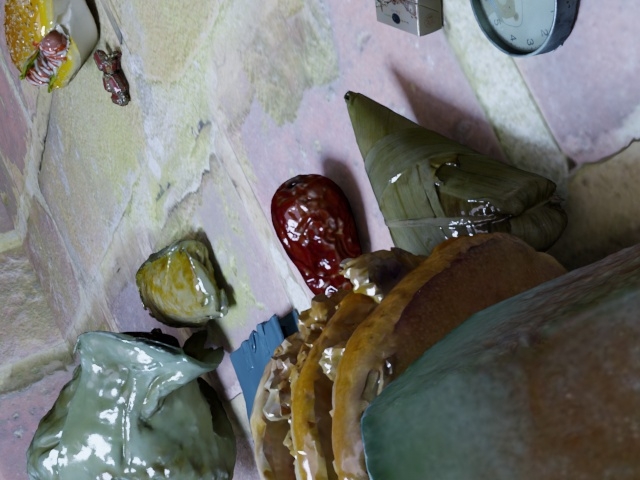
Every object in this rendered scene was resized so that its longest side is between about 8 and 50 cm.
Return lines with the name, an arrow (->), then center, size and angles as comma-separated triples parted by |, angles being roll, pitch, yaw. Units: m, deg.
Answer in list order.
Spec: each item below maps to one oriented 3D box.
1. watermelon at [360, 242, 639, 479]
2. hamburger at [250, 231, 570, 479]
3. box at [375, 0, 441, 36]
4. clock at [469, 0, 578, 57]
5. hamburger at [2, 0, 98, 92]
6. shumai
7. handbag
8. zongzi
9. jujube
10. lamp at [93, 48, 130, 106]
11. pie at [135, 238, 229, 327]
watermelon -> 0.183, 0.126, 0.453 | 0.264, 0.302, 0.151 | 60, 180, 0
hamburger -> 0.094, 0.131, 0.620 | 0.211, 0.260, 0.245 | -28, 65, 56
box -> 0.060, -0.191, 0.680 | 0.053, 0.024, 0.083 | 35, 139, 50
clock -> 0.122, -0.153, 0.593 | 0.085, 0.017, 0.085 | 45, 147, 40
hamburger -> -0.398, -0.310, 1.400 | 0.210, 0.116, 0.173 | -17, 93, 65
shumai -> -0.294, 0.244, 1.421 | 0.289, 0.329, 0.292 | 84, 177, -54
handbag -> -0.053, 0.175, 1.200 | 0.144, 0.057, 0.221 | 69, 158, 12
zongzi -> 0.088, -0.055, 0.685 | 0.160, 0.078, 0.176 | -30, 80, 60
jujube -> 0.000, 0.000, 0.908 | 0.077, 0.077, 0.129 | 24, 139, 56
lamp -> -0.290, -0.227, 1.358 | 0.063, 0.031, 0.083 | 29, 139, 56
pie -> -0.203, 0.070, 1.394 | 0.282, 0.068, 0.129 | -20, 93, 62
